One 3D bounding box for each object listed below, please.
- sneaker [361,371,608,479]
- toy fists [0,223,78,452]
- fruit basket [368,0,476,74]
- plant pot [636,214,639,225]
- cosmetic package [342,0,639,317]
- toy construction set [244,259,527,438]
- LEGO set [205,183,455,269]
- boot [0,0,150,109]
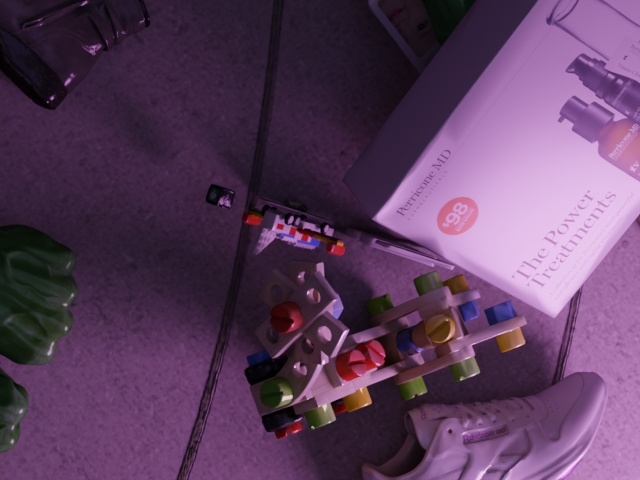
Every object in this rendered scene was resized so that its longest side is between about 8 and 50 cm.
[{"bbox_3d":[0.185,0.224,1.819,0.305,0.114,0.152,-34,104,-9],"label":"sneaker"},{"bbox_3d":[-0.346,0.117,1.680,0.142,0.096,0.279,26,90,-3],"label":"toy fists"},{"bbox_3d":[0.267,-0.235,1.773,0.327,0.165,0.353,-43,107,-7],"label":"fruit basket"},{"bbox_3d":[0.402,-0.069,1.858,0.109,0.109,0.096,-39,92,-8],"label":"plant pot"},{"bbox_3d":[0.246,-0.133,1.688,0.284,0.097,0.377,28,107,-32],"label":"cosmetic package"},{"bbox_3d":[0.045,0.112,1.702,0.327,0.215,0.151,7,66,-49],"label":"toy construction set"},{"bbox_3d":[0.000,0.000,1.714,0.244,0.182,0.060,18,92,-14],"label":"LEGO set"},{"bbox_3d":[-0.302,-0.267,1.669,0.161,0.083,0.246,-48,110,-13],"label":"boot"}]
